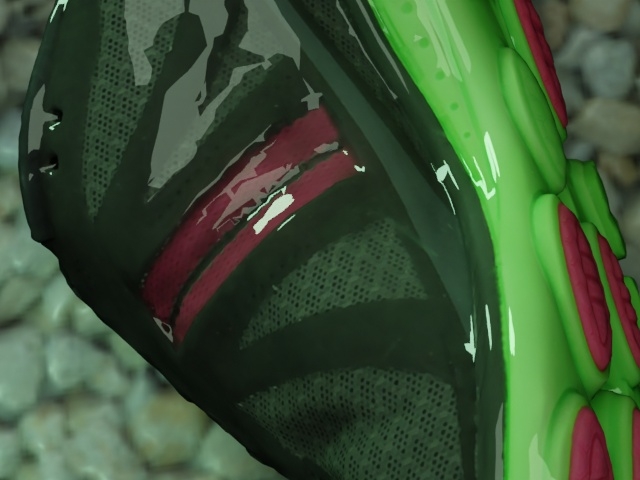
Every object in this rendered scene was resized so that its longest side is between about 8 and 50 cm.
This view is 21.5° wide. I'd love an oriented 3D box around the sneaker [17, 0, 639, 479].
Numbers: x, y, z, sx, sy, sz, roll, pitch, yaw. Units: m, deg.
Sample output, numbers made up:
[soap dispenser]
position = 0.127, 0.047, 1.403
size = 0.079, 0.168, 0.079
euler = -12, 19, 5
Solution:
[sneaker]
position = 0.000, 0.000, 0.632
size = 0.202, 0.185, 0.483
euler = -22, 66, 18
